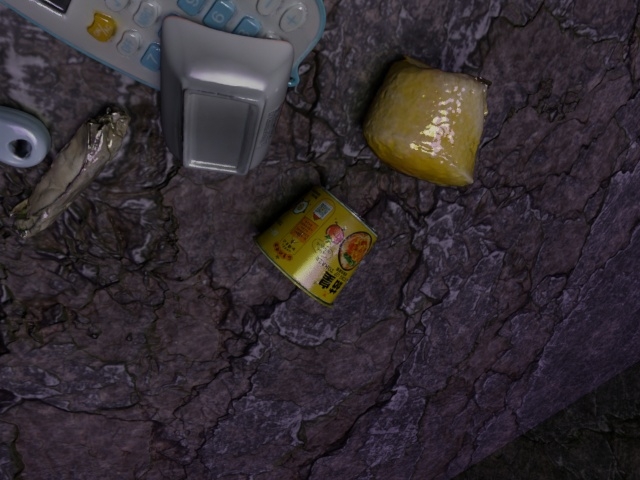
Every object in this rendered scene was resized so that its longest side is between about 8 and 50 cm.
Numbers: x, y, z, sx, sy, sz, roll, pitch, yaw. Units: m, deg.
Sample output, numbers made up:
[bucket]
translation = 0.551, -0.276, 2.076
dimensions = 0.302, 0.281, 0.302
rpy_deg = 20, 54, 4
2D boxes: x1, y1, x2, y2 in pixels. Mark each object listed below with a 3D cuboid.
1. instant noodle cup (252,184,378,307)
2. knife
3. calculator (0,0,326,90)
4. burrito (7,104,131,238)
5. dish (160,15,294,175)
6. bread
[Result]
[instant noodle cup]
translation = 0.000, 0.000, 0.757
dimensions = 0.144, 0.182, 0.182
rpy_deg = -49, 129, 3
[knife]
translation = -0.498, -0.152, 0.513
dimensions = 0.332, 0.044, 0.080
rpy_deg = 14, 125, -24
[calculator]
translation = -0.176, -0.275, 0.483
dimensions = 0.387, 0.054, 0.256
rpy_deg = 26, 140, -33
[burrito]
translation = -0.340, -0.090, 0.608
dimensions = 0.230, 0.063, 0.058
rpy_deg = -40, 102, 10
[dish]
translation = -0.126, -0.157, 0.569
dimensions = 0.152, 0.077, 0.212
rpy_deg = 7, 151, -15
[bread]
translation = 0.165, -0.176, 0.690
dimensions = 0.197, 0.197, 0.170
rpy_deg = 10, 113, -29
